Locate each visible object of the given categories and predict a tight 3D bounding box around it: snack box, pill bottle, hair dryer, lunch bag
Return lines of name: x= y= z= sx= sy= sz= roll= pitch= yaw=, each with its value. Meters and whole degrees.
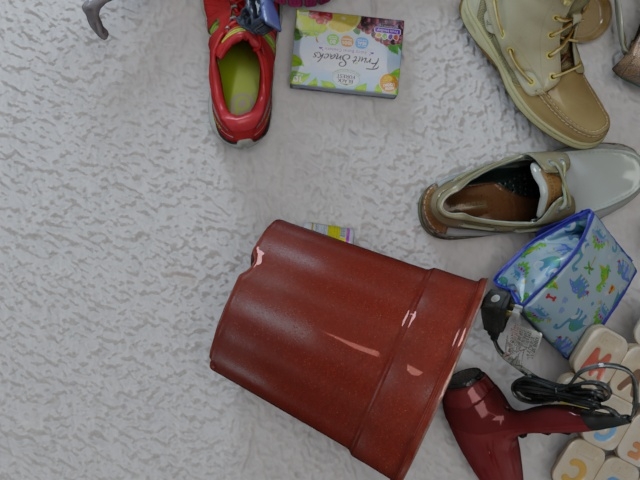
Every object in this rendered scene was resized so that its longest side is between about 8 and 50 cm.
snack box: x=0.034 y=-0.242 z=1.461 sx=0.141 sy=0.037 sz=0.100 roll=5 pitch=88 yaw=-3
pill bottle: x=0.000 y=0.000 z=1.444 sx=0.083 sy=0.043 sz=0.043 roll=8 pitch=87 yaw=-3
hair dryer: x=0.246 y=0.224 z=1.373 sx=0.080 sy=0.293 sz=0.223 roll=-27 pitch=51 yaw=-38
lunch bag: x=0.315 y=0.048 z=1.415 sx=0.151 sy=0.096 sz=0.129 roll=-44 pitch=124 yaw=3

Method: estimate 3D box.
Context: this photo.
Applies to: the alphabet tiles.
alphabet tiles: x=0.426 y=0.222 z=1.432 sx=0.284 sy=0.021 sz=0.278 roll=28 pitch=97 yaw=-16

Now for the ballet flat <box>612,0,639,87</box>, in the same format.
ballet flat: x=0.444 y=-0.353 z=1.464 sx=0.106 sy=0.107 sz=0.316 roll=11 pitch=86 yaw=10

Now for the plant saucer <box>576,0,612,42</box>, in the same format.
plant saucer: x=0.346 y=-0.303 z=1.495 sx=0.083 sy=0.015 sz=0.083 roll=0 pitch=88 yaw=-3

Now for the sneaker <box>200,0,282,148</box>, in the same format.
sneaker: x=-0.096 y=-0.257 z=1.411 sx=0.107 sy=0.118 sz=0.279 roll=-5 pitch=85 yaw=-4

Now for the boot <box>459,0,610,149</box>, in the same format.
boot: x=0.303 y=-0.257 z=1.382 sx=0.095 sy=0.203 sz=0.262 roll=-28 pitch=78 yaw=-32

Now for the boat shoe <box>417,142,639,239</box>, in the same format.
boat shoe: x=0.280 y=-0.059 z=1.435 sx=0.302 sy=0.103 sz=0.113 roll=-15 pitch=88 yaw=-4

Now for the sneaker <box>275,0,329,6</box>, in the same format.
sneaker: x=0.022 y=-0.391 z=1.437 sx=0.252 sy=0.103 sz=0.111 roll=-35 pitch=84 yaw=-20

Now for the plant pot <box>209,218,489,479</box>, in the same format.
plant pot: x=0.025 y=0.117 z=1.346 sx=0.265 sy=0.272 sz=0.272 roll=24 pitch=86 yaw=6

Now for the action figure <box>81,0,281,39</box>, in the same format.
action figure: x=-0.169 y=-0.382 z=1.341 sx=0.330 sy=0.178 sz=0.341 roll=-30 pitch=59 yaw=15
